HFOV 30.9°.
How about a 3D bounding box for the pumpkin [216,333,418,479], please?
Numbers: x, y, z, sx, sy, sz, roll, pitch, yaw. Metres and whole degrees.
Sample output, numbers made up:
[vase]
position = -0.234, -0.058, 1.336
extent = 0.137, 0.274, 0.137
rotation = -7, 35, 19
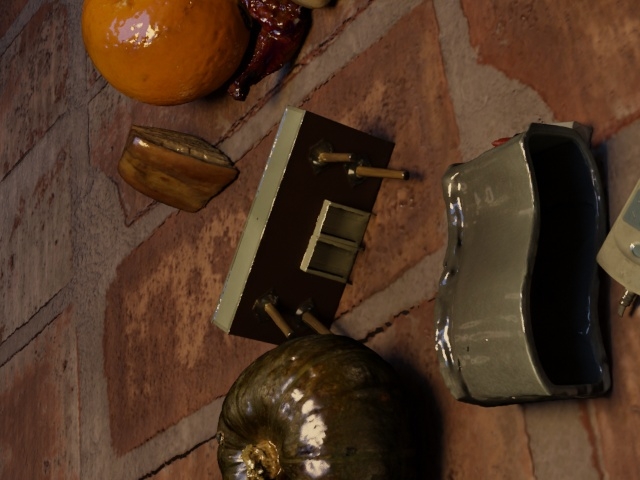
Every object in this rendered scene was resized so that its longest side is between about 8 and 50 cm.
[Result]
[pumpkin]
position = -0.007, 0.198, 1.084
extent = 0.224, 0.157, 0.223
rotation = -3, 86, 51

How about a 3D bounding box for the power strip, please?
[power strip]
position = 0.283, -0.040, 0.895
extent = 0.080, 0.029, 0.226
rotation = 43, 111, 51

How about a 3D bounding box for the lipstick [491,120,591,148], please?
[lipstick]
position = 0.192, -0.089, 1.037
extent = 0.107, 0.025, 0.025
rotation = 1, 77, 54

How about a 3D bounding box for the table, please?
[table]
position = 0.000, 0.000, 1.180
extent = 0.111, 0.122, 0.240
rotation = 26, 98, 54

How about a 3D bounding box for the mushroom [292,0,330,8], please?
[mushroom]
position = 0.033, -0.317, 1.293
extent = 0.223, 0.092, 0.081
rotation = -4, 30, 49

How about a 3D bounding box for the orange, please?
[orange]
position = -0.195, -0.275, 1.482
extent = 0.219, 0.193, 0.219
rotation = -3, 65, 7

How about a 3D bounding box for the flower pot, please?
[flower pot]
position = 0.165, 0.024, 0.965
extent = 0.108, 0.103, 0.229
rotation = -20, 62, 49

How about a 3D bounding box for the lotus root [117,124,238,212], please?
[lotus root]
position = -0.197, -0.093, 1.493
extent = 0.095, 0.135, 0.159
rotation = -71, 23, 7

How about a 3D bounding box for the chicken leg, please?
[chicken leg]
position = -0.061, -0.260, 1.403
extent = 0.053, 0.093, 0.205
rotation = 92, 180, -63
